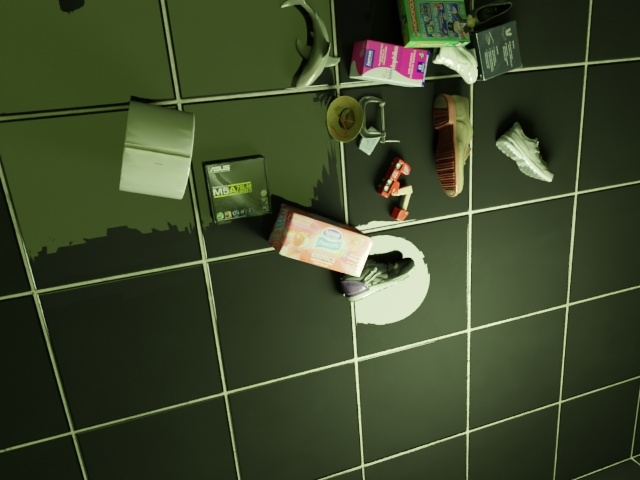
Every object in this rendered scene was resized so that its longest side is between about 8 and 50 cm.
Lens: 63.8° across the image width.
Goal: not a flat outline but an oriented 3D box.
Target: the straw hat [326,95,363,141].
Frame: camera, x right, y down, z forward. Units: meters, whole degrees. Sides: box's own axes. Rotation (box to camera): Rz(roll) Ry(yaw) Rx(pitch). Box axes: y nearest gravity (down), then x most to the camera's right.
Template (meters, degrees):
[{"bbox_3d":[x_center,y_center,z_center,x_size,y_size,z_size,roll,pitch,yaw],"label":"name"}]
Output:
[{"bbox_3d":[0.091,-0.391,1.653,0.061,0.144,0.144,-22,118,-54],"label":"straw hat"}]

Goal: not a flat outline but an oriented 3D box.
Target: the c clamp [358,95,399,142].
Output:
[{"bbox_3d":[0.187,-0.399,1.701,0.137,0.022,0.160,-10,98,-11],"label":"c clamp"}]

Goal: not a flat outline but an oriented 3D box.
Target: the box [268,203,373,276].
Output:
[{"bbox_3d":[0.000,0.000,1.692,0.300,0.154,0.142,17,100,-22],"label":"box"}]

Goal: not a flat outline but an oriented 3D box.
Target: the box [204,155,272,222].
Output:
[{"bbox_3d":[-0.256,-0.161,1.612,0.191,0.045,0.184,-10,111,-17],"label":"box"}]

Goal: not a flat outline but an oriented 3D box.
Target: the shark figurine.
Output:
[{"bbox_3d":[-0.009,-0.606,1.531,0.166,0.116,0.278,-15,112,-16],"label":"shark figurine"}]

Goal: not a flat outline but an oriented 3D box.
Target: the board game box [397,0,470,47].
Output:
[{"bbox_3d":[0.338,-0.758,1.585,0.213,0.046,0.317,-7,88,-17],"label":"board game box"}]

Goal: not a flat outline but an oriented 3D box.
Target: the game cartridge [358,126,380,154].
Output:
[{"bbox_3d":[0.164,-0.336,1.724,0.056,0.017,0.083,29,94,-28],"label":"game cartridge"}]

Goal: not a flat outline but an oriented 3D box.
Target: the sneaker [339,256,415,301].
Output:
[{"bbox_3d":[0.202,0.105,1.825,0.283,0.107,0.124,-25,107,-11],"label":"sneaker"}]

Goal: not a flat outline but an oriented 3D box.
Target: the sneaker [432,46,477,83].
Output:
[{"bbox_3d":[0.430,-0.608,1.708,0.115,0.090,0.232,-38,106,2],"label":"sneaker"}]

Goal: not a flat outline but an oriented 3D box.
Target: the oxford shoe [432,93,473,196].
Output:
[{"bbox_3d":[0.474,-0.326,1.762,0.130,0.123,0.348,-8,100,-22],"label":"oxford shoe"}]

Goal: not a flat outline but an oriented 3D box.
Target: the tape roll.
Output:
[{"bbox_3d":[-0.450,-0.244,1.409,0.169,0.246,0.246,7,103,-22],"label":"tape roll"}]

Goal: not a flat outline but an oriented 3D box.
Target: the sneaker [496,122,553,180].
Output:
[{"bbox_3d":[0.782,-0.320,1.899,0.281,0.105,0.115,36,92,-24],"label":"sneaker"}]

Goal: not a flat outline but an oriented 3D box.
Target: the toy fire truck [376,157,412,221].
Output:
[{"bbox_3d":[0.273,-0.177,1.793,0.135,0.047,0.192,26,95,-25],"label":"toy fire truck"}]

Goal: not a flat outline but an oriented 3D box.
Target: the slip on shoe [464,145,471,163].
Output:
[{"bbox_3d":[0.500,-0.279,1.843,0.041,0.051,0.135,18,92,-17],"label":"slip on shoe"}]

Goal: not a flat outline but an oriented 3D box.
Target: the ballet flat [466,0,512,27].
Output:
[{"bbox_3d":[0.558,-0.763,1.717,0.173,0.049,0.057,-29,112,-9],"label":"ballet flat"}]

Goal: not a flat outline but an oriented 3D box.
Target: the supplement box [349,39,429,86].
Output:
[{"bbox_3d":[0.216,-0.556,1.625,0.220,0.114,0.111,2,105,-18],"label":"supplement box"}]

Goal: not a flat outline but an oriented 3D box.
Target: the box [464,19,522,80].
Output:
[{"bbox_3d":[0.579,-0.640,1.738,0.158,0.093,0.156,-22,112,-11],"label":"box"}]
